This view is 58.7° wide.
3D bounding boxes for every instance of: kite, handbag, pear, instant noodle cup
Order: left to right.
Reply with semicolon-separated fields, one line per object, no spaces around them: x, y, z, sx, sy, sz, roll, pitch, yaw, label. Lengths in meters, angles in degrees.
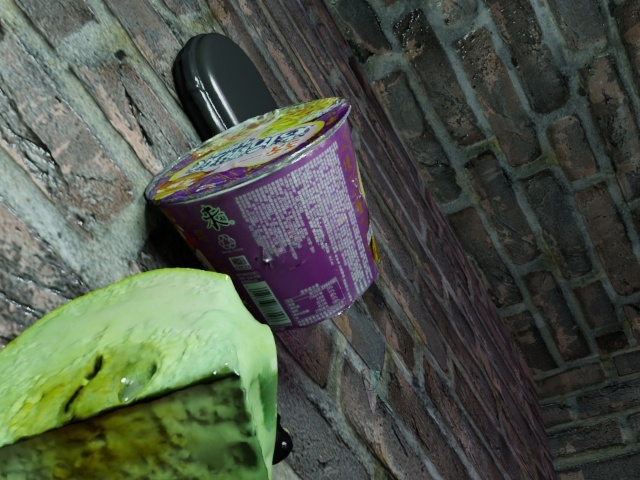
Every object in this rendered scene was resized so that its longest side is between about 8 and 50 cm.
-0.178;0.154;0.560;0.282;0.286;0.176;-121;-165;-63;pear
-0.173;-0.261;1.130;0.308;0.093;0.254;61;24;-11;handbag
-0.060;-0.037;0.892;0.340;0.340;0.266;-73;142;-58;instant noodle cup
0.128;0.350;1.299;0.152;0.005;0.137;57;26;-20;kite

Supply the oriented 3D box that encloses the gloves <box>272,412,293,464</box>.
-0.108;0.250;0.746;0.203;0.124;0.164;8;70;-46;gloves
